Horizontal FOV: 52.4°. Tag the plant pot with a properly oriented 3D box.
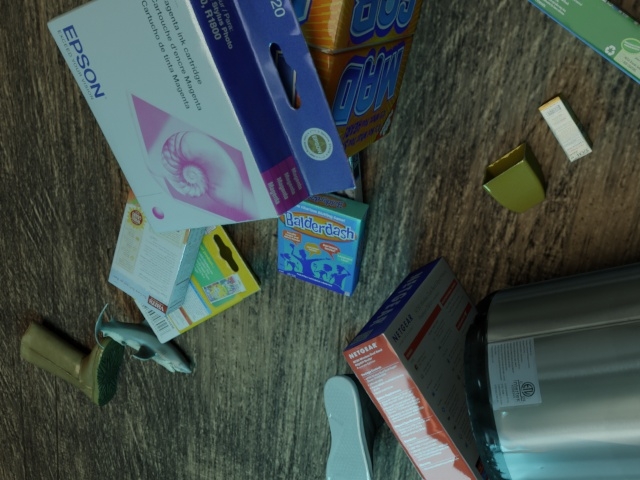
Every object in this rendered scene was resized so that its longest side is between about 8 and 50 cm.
[{"bbox_3d":[0.323,-0.094,1.060,0.081,0.081,0.083,-35,102,31],"label":"plant pot"}]

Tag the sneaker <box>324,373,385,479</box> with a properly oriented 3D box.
[{"bbox_3d":[0.087,0.403,1.305,0.105,0.147,0.295,-4,91,35],"label":"sneaker"}]

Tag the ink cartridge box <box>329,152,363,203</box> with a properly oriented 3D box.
[{"bbox_3d":[-0.024,-0.104,1.214,0.208,0.045,0.206,9,129,23],"label":"ink cartridge box"}]

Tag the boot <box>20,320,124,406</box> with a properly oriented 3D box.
[{"bbox_3d":[-0.643,0.281,1.660,0.269,0.089,0.236,28,118,15],"label":"boot"}]

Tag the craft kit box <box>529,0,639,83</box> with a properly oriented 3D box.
[{"bbox_3d":[0.396,-0.272,0.859,0.250,0.246,0.061,40,118,7],"label":"craft kit box"}]

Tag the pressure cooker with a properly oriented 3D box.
[{"bbox_3d":[0.462,0.218,0.938,0.420,0.375,0.369,-16,98,30],"label":"pressure cooker"}]

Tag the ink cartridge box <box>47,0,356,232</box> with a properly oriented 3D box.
[{"bbox_3d":[-0.156,-0.174,0.833,0.330,0.071,0.324,-7,116,35],"label":"ink cartridge box"}]

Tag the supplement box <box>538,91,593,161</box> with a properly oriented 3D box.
[{"bbox_3d":[0.381,-0.177,1.009,0.036,0.062,0.098,-31,94,30],"label":"supplement box"}]

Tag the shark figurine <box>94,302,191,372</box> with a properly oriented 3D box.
[{"bbox_3d":[-0.421,0.203,1.500,0.166,0.278,0.116,23,79,48],"label":"shark figurine"}]

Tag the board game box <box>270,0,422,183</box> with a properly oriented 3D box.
[{"bbox_3d":[-0.071,-0.346,0.990,0.357,0.356,0.356,21,117,17],"label":"board game box"}]

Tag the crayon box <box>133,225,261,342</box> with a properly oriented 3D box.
[{"bbox_3d":[-0.273,0.069,1.404,0.323,0.083,0.203,-29,94,32],"label":"crayon box"}]

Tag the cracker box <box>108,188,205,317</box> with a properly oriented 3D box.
[{"bbox_3d":[-0.334,0.020,1.328,0.156,0.067,0.232,30,118,14],"label":"cracker box"}]

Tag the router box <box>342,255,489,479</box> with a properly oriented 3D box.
[{"bbox_3d":[0.209,0.221,1.084,0.082,0.335,0.301,-31,92,31],"label":"router box"}]

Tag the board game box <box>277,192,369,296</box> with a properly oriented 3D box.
[{"bbox_3d":[0.000,0.000,1.221,0.160,0.047,0.210,18,136,14],"label":"board game box"}]
